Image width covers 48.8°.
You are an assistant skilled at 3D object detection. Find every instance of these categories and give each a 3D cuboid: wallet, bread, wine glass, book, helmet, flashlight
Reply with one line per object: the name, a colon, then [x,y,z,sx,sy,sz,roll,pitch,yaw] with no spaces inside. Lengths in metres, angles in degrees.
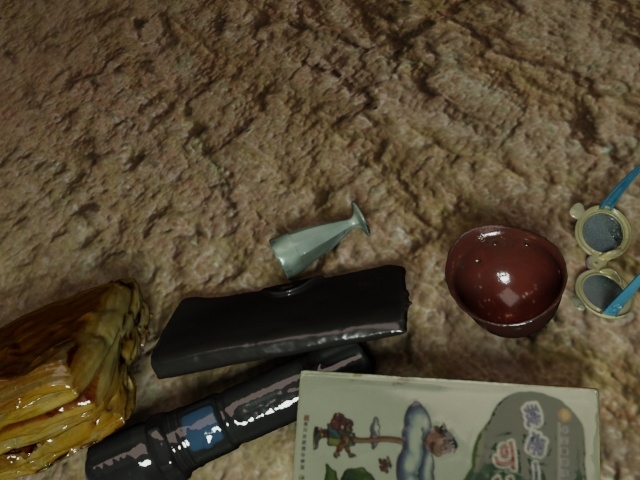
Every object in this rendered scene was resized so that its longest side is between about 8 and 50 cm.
wallet: [-0.049,0.111,1.033,0.377,0.051,0.197,-11,22,11]
bread: [-0.389,0.204,1.020,0.277,0.167,0.324,-21,18,5]
wine glass: [0.000,0.000,1.136,0.155,0.073,0.073,-24,53,-4]
book: [0.140,0.298,0.852,0.370,0.043,0.261,0,77,18]
helmet: [0.257,0.068,0.983,0.155,0.106,0.175,-40,51,-10]
flashlight: [-0.119,0.244,0.988,0.423,0.103,0.103,-25,53,-2]

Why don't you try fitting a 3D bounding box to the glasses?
glasses: [0.437,-0.008,0.938,0.088,0.220,0.190,23,57,-15]
